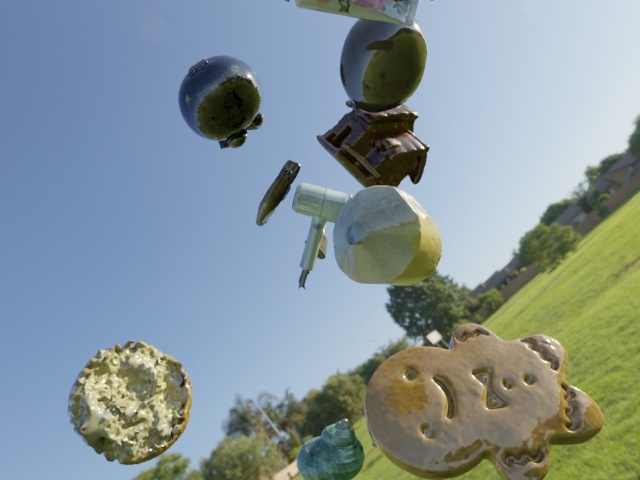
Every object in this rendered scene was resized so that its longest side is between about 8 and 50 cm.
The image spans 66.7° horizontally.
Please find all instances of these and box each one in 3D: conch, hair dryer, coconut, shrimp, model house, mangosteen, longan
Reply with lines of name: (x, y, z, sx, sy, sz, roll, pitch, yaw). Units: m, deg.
conch: (0.022, 0.541, 1.227, 0.188, 0.122, 0.176, -38, 15, 2)
hair dryer: (-0.035, -0.005, 1.628, 0.107, 0.173, 0.356, 7, -82, -87)
coconut: (0.092, -0.003, 0.707, 0.147, 0.147, 0.153, -51, -34, 19)
shrimp: (-0.141, -0.155, 1.639, 0.253, 0.058, 0.173, -57, -5, 8)
model house: (0.150, -0.242, 1.202, 0.229, 0.199, 0.220, -50, -48, 4)
mangosteen: (-0.306, -0.437, 1.546, 0.288, 0.288, 0.288, -37, -21, -17)
longan: (0.137, -0.385, 1.052, 0.197, 0.197, 0.220, -15, -53, -53)

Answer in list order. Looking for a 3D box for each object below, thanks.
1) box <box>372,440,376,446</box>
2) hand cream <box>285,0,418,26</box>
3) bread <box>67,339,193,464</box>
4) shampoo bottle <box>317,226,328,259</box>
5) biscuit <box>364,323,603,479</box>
box: (0.213, 0.436, 1.240, 0.058, 0.141, 0.200, -15, -68, -75)
hand cream: (0.052, -0.419, 0.846, 0.050, 0.234, 0.080, 78, -155, -71)
bread: (-0.428, 0.364, 1.095, 0.149, 0.274, 0.274, -35, -10, 40)
shampoo bottle: (0.000, 0.000, 1.954, 0.040, 0.080, 0.165, -26, 31, 27)
biscuit: (0.247, 0.252, 0.778, 0.355, 0.275, 0.052, -6, -45, 0)
